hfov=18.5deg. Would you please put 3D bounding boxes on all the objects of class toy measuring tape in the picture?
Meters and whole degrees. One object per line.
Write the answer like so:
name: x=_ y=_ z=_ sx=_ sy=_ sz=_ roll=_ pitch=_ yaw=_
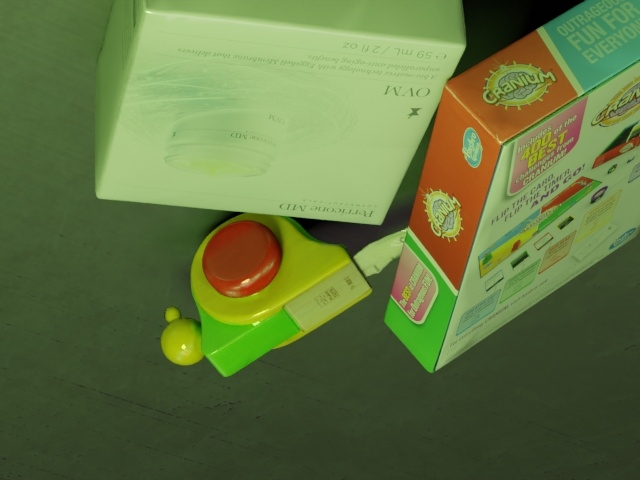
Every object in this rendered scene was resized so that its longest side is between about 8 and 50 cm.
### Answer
toy measuring tape: x=0.000 y=0.000 z=1.687 sx=0.330 sy=0.121 sz=0.121 roll=-32 pitch=142 yaw=2

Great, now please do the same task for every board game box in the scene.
board game box: x=0.178 y=-0.056 z=1.509 sx=0.242 sy=0.064 sz=0.316 roll=-31 pitch=155 yaw=-25

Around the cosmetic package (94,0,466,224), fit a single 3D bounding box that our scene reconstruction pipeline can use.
cosmetic package: x=-0.037 y=-0.133 z=1.421 sx=0.224 sy=0.138 sz=0.224 roll=5 pitch=147 yaw=-13
